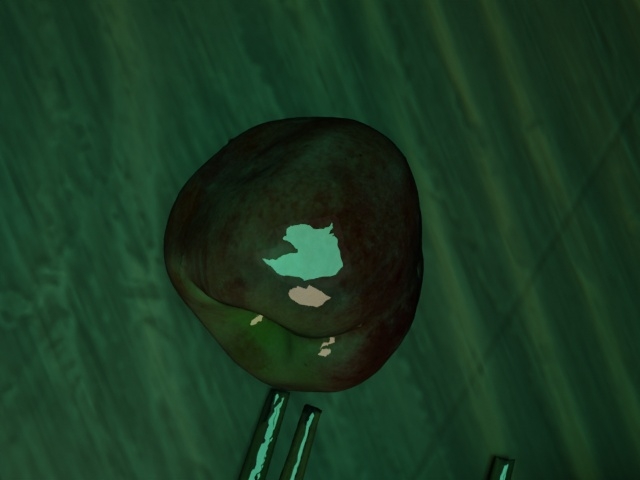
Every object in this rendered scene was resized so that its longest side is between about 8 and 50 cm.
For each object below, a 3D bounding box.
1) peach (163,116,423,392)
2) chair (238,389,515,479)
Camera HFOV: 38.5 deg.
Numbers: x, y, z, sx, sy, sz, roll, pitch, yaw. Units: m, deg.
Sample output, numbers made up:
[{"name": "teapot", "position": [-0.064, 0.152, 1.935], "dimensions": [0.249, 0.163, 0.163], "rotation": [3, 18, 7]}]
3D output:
[{"name": "peach", "position": [0.000, 0.000, 0.505], "dimensions": [0.152, 0.152, 0.152], "rotation": [0, 88, -7]}, {"name": "chair", "position": [0.016, 0.232, 0.480], "dimensions": [0.188, 0.166, 0.272], "rotation": [18, 81, -6]}]
